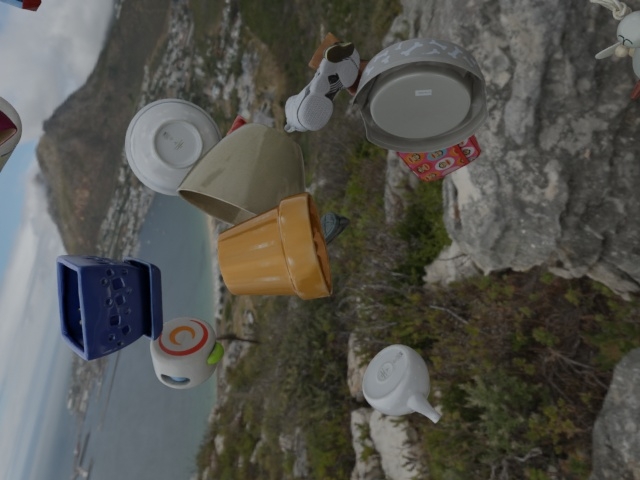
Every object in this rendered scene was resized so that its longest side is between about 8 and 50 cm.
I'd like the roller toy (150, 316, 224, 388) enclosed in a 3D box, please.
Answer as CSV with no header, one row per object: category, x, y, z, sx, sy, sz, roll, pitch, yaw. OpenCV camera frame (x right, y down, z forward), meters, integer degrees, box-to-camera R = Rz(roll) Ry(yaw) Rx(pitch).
roller toy,-0.410,0.340,1.576,0.209,0.191,0.146,41,141,40

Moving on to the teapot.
teapot,0.277,0.489,1.767,0.252,0.187,0.256,-30,30,40

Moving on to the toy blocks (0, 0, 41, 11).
toy blocks,-0.618,-0.632,1.059,0.191,0.261,0.381,-73,3,-71

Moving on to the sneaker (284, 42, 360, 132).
sneaker,-0.008,-0.536,1.864,0.210,0.137,0.366,-1,57,59

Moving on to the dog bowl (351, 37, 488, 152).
dog bowl,0.253,-0.365,1.332,0.349,0.349,0.102,-39,42,54

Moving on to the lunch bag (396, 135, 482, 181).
lunch bag,0.384,-0.322,1.657,0.258,0.293,0.120,-26,61,23

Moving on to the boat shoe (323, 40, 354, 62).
boat shoe,0.051,-0.604,1.669,0.049,0.152,0.056,23,125,28

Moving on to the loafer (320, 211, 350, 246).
loafer,0.000,0.000,1.741,0.267,0.084,0.096,-40,56,43

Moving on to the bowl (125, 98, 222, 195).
bowl,-0.428,-0.283,1.557,0.134,0.298,0.298,-167,91,-70

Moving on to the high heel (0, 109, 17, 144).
high heel,-0.771,-0.122,1.017,0.377,0.181,0.127,-63,2,-5

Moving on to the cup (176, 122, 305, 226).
cup,-0.168,-0.160,1.354,0.331,0.331,0.237,0,65,65

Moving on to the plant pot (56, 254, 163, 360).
plant pot,-0.543,0.154,1.359,0.236,0.212,0.236,7,100,51

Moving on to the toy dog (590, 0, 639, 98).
toy dog,0.728,-0.411,1.188,0.161,0.334,0.220,-62,31,30

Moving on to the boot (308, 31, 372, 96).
boot,0.138,-0.676,1.934,0.264,0.280,0.096,-53,-5,2

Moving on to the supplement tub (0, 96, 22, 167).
supplement tub,-1.105,-0.309,1.645,0.316,0.228,0.228,-27,51,41

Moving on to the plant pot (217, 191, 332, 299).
plant pot,-0.090,0.025,1.014,0.205,0.188,0.205,-12,-90,-84

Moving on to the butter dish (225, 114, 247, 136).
butter dish,-0.303,-0.353,1.939,0.118,0.160,0.160,-41,1,-31
